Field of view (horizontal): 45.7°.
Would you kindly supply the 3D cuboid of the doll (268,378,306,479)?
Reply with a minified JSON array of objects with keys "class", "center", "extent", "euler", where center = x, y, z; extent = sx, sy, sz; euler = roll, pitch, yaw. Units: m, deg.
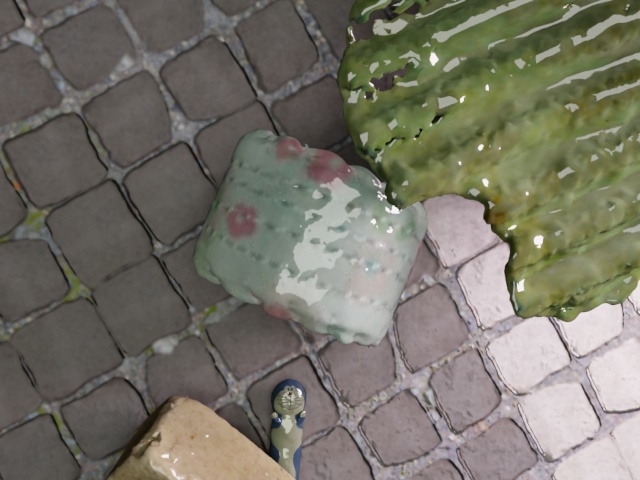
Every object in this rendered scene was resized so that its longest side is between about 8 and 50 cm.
[{"class":"doll","center":[-0.036,0.204,0.778],"extent":[0.037,0.027,0.125],"euler":[4,91,-9]}]

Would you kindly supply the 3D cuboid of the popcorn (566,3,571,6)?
[{"class":"popcorn","center":[0.216,-0.323,0.721],"extent":[0.250,0.190,0.250],"euler":[1,86,-11]}]

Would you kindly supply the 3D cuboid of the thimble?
[{"class":"thimble","center":[0.000,0.000,0.707],"extent":[0.211,0.185,0.149],"euler":[24,90,-43]}]

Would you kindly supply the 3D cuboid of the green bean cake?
[{"class":"green bean cake","center":[-0.104,0.240,0.717],"extent":[0.179,0.109,0.085],"euler":[43,117,-7]}]

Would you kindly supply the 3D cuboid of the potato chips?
[{"class":"potato chips","center":[0.227,-0.141,0.612],"extent":[0.373,0.097,0.389],"euler":[41,101,-13]}]
